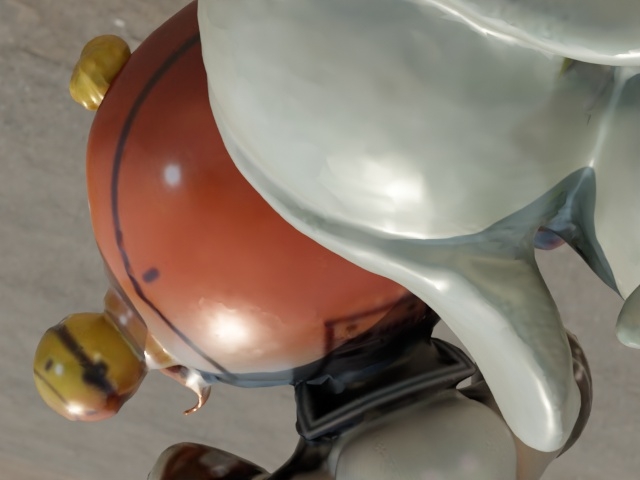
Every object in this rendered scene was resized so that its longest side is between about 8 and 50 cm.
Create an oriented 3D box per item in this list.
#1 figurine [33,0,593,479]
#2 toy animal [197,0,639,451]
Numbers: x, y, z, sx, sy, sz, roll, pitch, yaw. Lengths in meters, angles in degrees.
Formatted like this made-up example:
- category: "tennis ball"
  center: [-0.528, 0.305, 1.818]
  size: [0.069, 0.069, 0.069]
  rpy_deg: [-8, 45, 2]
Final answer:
- category: "figurine"
  center: [0.002, 0.002, 0.709]
  size: [0.320, 0.323, 0.196]
  rpy_deg: [-22, -175, -15]
- category: "toy animal"
  center: [0.091, -0.039, 0.500]
  size: [0.289, 0.174, 0.249]
  rpy_deg: [8, 120, 31]
